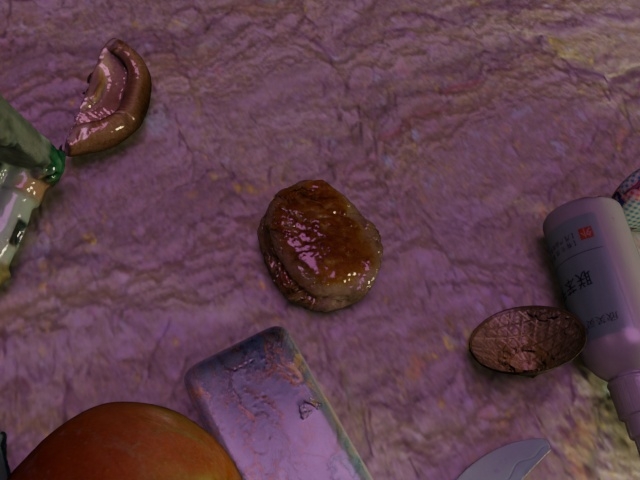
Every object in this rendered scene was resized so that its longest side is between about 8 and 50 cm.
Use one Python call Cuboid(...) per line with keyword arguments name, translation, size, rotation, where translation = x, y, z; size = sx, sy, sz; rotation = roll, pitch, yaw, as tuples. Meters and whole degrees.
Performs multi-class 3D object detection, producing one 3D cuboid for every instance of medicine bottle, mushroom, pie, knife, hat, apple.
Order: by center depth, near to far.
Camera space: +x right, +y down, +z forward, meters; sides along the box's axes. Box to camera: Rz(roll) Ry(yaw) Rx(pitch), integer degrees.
Cuboid(name="apple", translation=(-0.194, 0.277, 0.608), size=(0.254, 0.253, 0.253), rotation=(3, 60, -6))
Cuboid(name="knife", translation=(0.176, 0.306, 0.753), size=(0.063, 0.034, 0.260), rotation=(39, 56, 22))
Cuboid(name="hat", translation=(0.270, 0.151, 0.838), size=(0.146, 0.067, 0.146), rotation=(-15, 23, 6))
Cuboid(name="medicine bottle", translation=(0.385, 0.114, 0.841), size=(0.110, 0.110, 0.351), rotation=(-1, 60, -8))
Cuboid(name="pie", translation=(0.000, 0.000, 0.880), size=(0.163, 0.079, 0.193), rotation=(-20, 65, -22))
Cuboid(name="mushroom", translation=(-0.305, -0.199, 0.957), size=(0.094, 0.072, 0.209), rotation=(8, 63, 0))

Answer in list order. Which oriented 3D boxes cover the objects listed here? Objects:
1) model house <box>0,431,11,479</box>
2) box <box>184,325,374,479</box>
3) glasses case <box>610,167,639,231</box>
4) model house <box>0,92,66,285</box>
Cuboid(name="model house", translation=(-0.408, 0.255, 0.661), size=(0.149, 0.119, 0.148), rotation=(-24, 66, -11))
Cuboid(name="box", translation=(-0.039, 0.243, 0.752), size=(0.142, 0.044, 0.285), rotation=(-26, 66, -16))
Cuboid(name="glasses case", translation=(0.578, -0.086, 0.975), size=(0.328, 0.125, 0.076), rotation=(-13, 54, -14))
Cuboid(name="model house", translation=(-0.471, -0.016, 0.734), size=(0.194, 0.267, 0.324), rotation=(9, 71, 13))
